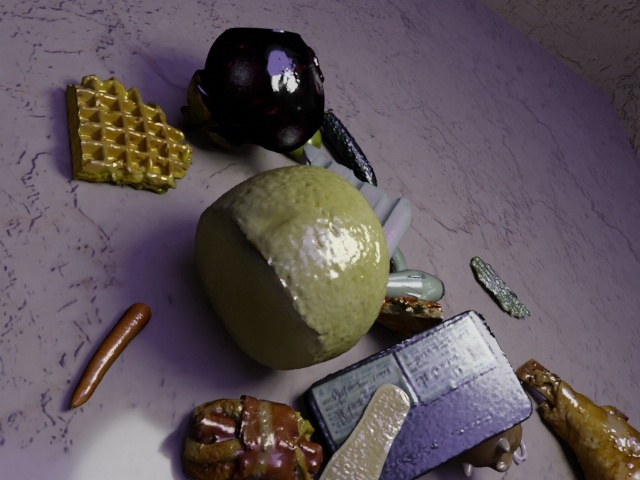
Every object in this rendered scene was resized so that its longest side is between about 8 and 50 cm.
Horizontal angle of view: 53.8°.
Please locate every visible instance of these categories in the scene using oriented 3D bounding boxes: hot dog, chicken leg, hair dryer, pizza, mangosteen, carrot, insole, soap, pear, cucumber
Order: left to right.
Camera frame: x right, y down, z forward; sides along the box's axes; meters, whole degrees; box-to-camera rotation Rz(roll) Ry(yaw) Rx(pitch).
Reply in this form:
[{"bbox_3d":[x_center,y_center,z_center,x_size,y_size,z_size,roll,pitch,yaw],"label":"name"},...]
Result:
[{"bbox_3d":[-0.297,0.158,0.884,0.037,0.037,0.190,40,43,-11],"label":"carrot"},{"bbox_3d":[-0.132,-0.287,1.211,0.287,0.233,0.288,2,19,-1],"label":"mangosteen"},{"bbox_3d":[-0.090,0.293,0.911,0.213,0.103,0.146,22,47,-28],"label":"hot dog"},{"bbox_3d":[-0.037,-0.221,1.394,0.097,0.092,0.092,52,39,4],"label":"pear"},{"bbox_3d":[0.000,0.000,1.185,0.257,0.159,0.302,34,47,0],"label":"soap"},{"bbox_3d":[0.067,-0.211,1.498,0.245,0.067,0.067,54,39,8],"label":"cucumber"},{"bbox_3d":[0.065,0.337,0.988,0.081,0.011,0.248,31,68,8],"label":"insole"},{"bbox_3d":[0.135,0.062,1.348,0.218,0.088,0.225,-13,55,-44],"label":"hair dryer"},{"bbox_3d":[0.178,0.138,1.217,0.188,0.199,0.062,28,69,-22],"label":"pizza"},{"bbox_3d":[0.628,0.436,1.461,0.409,0.182,0.295,44,27,19],"label":"chicken leg"}]

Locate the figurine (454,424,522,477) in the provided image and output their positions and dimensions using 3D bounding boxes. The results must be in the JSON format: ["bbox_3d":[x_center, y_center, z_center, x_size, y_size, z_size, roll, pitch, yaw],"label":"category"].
[{"bbox_3d":[0.275,0.311,1.183,0.173,0.177,0.247,19,57,-57],"label":"figurine"}]

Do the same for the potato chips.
[{"bbox_3d":[0.457,0.127,1.623,0.208,0.028,0.092,53,40,7],"label":"potato chips"}]

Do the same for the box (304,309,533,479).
[{"bbox_3d":[0.164,0.273,1.061,0.349,0.058,0.211,-22,71,-13],"label":"box"}]

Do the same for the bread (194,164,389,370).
[{"bbox_3d":[-0.044,0.037,0.994,0.237,0.320,0.321,-16,70,-33],"label":"bread"}]

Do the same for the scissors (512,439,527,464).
[{"bbox_3d":[0.414,0.392,1.379,0.100,0.015,0.189,37,38,-17],"label":"scissors"}]

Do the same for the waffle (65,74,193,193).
[{"bbox_3d":[-0.329,-0.189,1.115,0.219,0.057,0.229,10,52,-39],"label":"waffle"}]
